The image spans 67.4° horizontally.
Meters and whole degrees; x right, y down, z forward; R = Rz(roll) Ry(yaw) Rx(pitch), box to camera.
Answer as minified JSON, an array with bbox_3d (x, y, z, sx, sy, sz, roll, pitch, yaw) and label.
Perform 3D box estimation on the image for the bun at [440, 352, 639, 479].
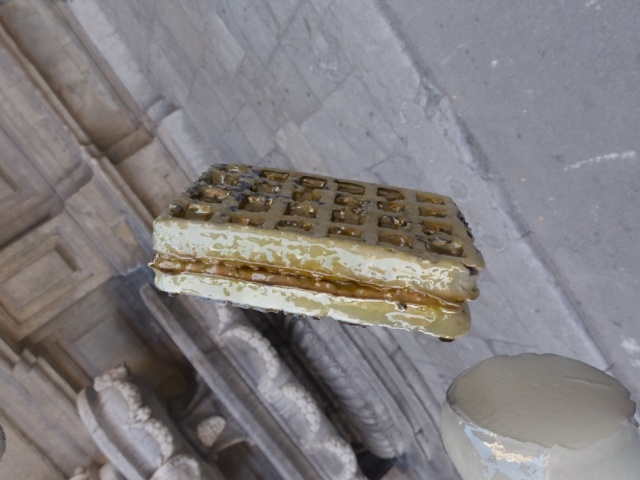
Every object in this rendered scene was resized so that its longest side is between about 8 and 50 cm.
[{"bbox_3d":[0.201,0.193,0.450,0.173,0.173,0.119,17,118,62],"label":"bun"}]

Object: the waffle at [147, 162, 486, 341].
[{"bbox_3d":[0.000,0.001,0.627,0.261,0.376,0.114,-80,-2,-64],"label":"waffle"}]

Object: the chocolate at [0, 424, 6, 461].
[{"bbox_3d":[-0.641,0.372,0.826,0.134,0.134,0.309,49,158,7],"label":"chocolate"}]
